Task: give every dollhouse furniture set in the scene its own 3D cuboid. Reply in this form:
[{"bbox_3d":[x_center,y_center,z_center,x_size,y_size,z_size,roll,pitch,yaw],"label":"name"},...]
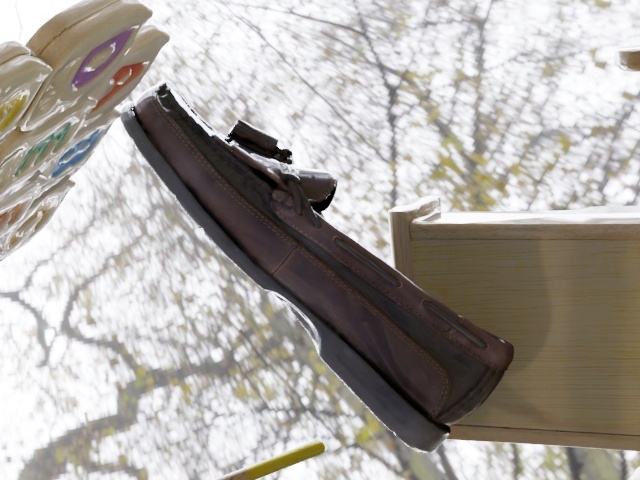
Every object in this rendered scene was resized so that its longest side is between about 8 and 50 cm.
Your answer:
[{"bbox_3d":[0.247,0.029,1.125,0.257,0.394,0.362,1,-79,25],"label":"dollhouse furniture set"}]

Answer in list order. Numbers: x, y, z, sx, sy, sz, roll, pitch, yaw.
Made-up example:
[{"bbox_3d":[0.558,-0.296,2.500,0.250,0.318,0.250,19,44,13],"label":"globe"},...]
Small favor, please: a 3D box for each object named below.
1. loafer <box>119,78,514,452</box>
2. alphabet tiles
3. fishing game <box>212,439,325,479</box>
[{"bbox_3d":[0.000,0.000,0.942,0.095,0.109,0.302,-42,-89,8],"label":"loafer"},{"bbox_3d":[-0.175,0.007,0.637,0.021,0.278,0.284,43,-51,3],"label":"alphabet tiles"},{"bbox_3d":[-0.048,0.222,0.676,0.189,0.041,0.264,-10,-61,-38],"label":"fishing game"}]
